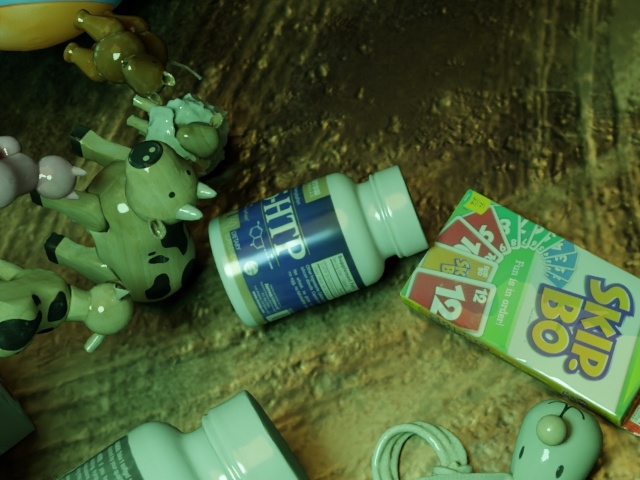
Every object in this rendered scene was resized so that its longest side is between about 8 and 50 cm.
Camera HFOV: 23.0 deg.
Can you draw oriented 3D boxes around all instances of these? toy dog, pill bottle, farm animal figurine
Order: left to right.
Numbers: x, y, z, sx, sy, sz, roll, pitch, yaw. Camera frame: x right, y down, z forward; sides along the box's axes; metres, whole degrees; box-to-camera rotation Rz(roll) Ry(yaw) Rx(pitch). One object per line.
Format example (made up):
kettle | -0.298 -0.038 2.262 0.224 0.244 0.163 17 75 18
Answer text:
farm animal figurine | -0.185 -0.020 1.412 0.172 0.327 0.330 26 78 16
pill bottle | -0.163 0.268 1.360 0.318 0.176 0.176 -33 64 -1
pill bottle | 0.000 0.000 1.467 0.186 0.112 0.112 -21 64 5
toy dog | 0.128 0.279 1.289 0.220 0.161 0.334 -1 68 14

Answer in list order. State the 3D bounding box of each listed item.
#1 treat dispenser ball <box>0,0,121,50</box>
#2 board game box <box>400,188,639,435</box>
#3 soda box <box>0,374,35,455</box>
treat dispenser ball | -0.312 -0.337 1.591 0.288 0.288 0.288 -5 67 12
board game box | 0.212 0.064 1.432 0.259 0.039 0.124 30 78 21
soda box | -0.419 0.217 1.481 0.286 0.098 0.091 -37 62 -8
